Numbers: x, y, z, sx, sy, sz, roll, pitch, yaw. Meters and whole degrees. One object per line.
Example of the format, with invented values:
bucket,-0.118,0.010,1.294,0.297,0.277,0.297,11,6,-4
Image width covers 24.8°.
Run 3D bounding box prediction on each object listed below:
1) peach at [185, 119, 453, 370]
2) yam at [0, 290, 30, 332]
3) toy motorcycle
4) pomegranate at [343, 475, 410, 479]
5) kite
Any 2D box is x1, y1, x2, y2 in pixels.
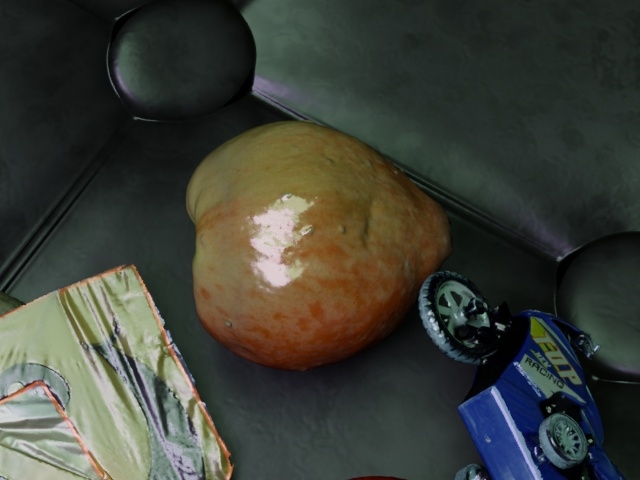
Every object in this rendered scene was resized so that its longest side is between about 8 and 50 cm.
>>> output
peach,0.000,0.000,1.234,0.233,0.232,0.232,-1,65,2
yam,-0.320,0.063,1.290,0.146,0.069,0.069,23,68,17
toy motorcycle,0.191,0.158,1.195,0.169,0.113,0.315,-9,68,-48
pomegranate,0.056,0.303,1.092,0.221,0.221,0.256,-22,72,-8
kite,-0.243,0.185,1.218,0.328,0.013,0.377,22,75,-2
